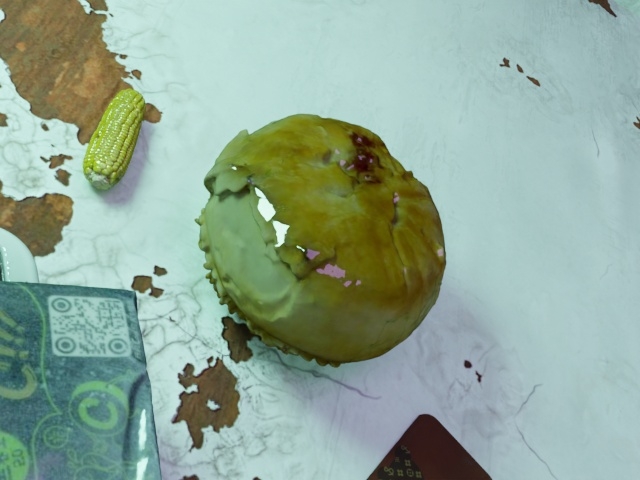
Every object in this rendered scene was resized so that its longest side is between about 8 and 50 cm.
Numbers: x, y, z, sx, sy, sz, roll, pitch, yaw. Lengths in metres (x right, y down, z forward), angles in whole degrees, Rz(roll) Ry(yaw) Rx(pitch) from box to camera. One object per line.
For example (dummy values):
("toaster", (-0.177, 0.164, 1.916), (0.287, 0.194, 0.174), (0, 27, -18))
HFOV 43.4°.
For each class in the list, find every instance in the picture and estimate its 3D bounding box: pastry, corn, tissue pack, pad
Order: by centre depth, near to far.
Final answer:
("tissue pack", (-0.375, 0.173, 0.820), (0.394, 0.124, 0.288), (5, 49, -30))
("pad", (0.156, 0.396, 1.215), (0.181, 0.004, 0.267), (47, 46, 4))
("pastry", (0.000, 0.000, 1.229), (0.410, 0.245, 0.409), (19, 48, -23))
("corn", (-0.321, -0.161, 1.264), (0.067, 0.067, 0.206), (24, 47, -16))

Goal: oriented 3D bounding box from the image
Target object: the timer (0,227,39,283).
("timer", (-0.461, 0.103, 0.973), (0.237, 0.087, 0.262), (-1, 60, -32))
